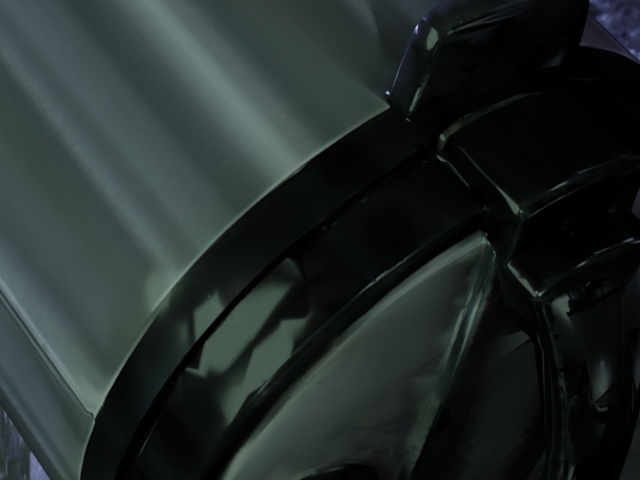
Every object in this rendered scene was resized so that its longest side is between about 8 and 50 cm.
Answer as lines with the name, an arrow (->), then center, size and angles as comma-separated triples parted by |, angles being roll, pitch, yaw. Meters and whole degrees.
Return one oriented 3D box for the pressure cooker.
pressure cooker -> -0.005, 0.003, 0.894 | 0.375, 0.370, 0.420 | -44, 61, 7
